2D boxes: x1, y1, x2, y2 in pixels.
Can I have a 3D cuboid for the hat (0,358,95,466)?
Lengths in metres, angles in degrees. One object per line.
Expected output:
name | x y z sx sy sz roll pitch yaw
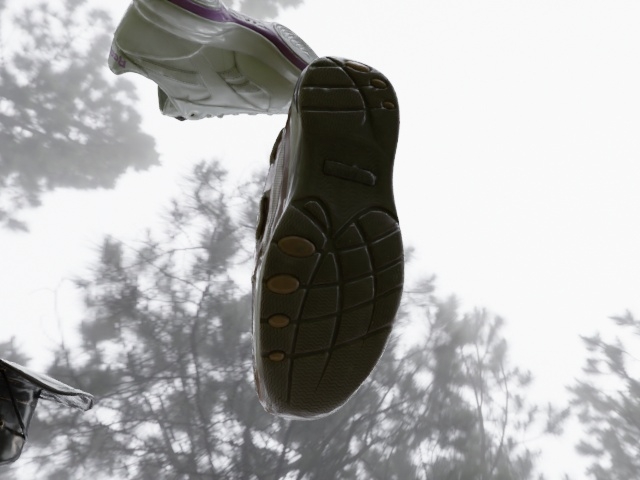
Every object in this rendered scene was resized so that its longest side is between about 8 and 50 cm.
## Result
hat | -0.446 0.204 1.038 0.331 0.331 0.134 10 -109 11

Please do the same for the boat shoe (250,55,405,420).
boat shoe | 0.000 0.000 0.748 0.123 0.116 0.324 19 -118 -15

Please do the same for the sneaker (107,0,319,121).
sneaker | -0.109 -0.200 1.049 0.152 0.305 0.114 -50 -144 25
